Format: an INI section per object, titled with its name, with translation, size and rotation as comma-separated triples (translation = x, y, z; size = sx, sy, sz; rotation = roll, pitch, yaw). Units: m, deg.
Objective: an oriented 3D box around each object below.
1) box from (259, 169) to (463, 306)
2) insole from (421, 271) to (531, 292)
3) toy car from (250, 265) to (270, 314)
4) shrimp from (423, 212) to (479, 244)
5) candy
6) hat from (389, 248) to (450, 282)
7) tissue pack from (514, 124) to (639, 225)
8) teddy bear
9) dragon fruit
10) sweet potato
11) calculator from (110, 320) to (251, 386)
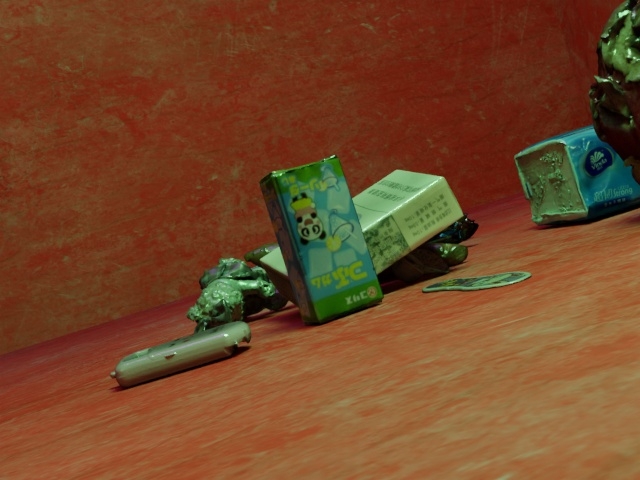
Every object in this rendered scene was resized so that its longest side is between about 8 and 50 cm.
[box]
translation = 0.054, -0.002, 1.248
size = 0.257, 0.069, 0.164
rotation = -33, 17, -11
[insole]
translation = 0.179, 0.048, 1.018
size = 0.065, 0.004, 0.197
rotation = -17, 2, -21
[toy car]
translation = -0.114, 0.083, 1.574
size = 0.070, 0.080, 0.171
rotation = -16, 2, 36
[shrimp]
translation = 0.232, -0.009, 1.692
size = 0.222, 0.054, 0.290
rotation = -17, -3, -33
[candy]
translation = 0.000, 0.000, 1.099
size = 0.097, 0.194, 0.062
rotation = -18, 0, -25
[hat]
translation = 0.138, 0.042, 1.244
size = 0.087, 0.042, 0.058
rotation = 12, 25, -13
[tissue pack]
translation = 0.486, -0.126, 1.447
size = 0.264, 0.146, 0.198
rotation = -17, 1, -12
[teddy bear]
translation = -0.138, 0.079, 1.369
size = 0.133, 0.111, 0.213
rotation = -20, -1, 20
[dragon fruit]
translation = 0.504, -0.197, 1.089
size = 0.329, 0.329, 0.329
rotation = -17, 1, 0
[sweet potato]
translation = 0.060, 0.035, 1.382
size = 0.346, 0.079, 0.108
rotation = -3, -4, 13
[calculator]
translation = -0.166, 0.135, 1.043
size = 0.175, 0.032, 0.100
rotation = -17, 1, 0
